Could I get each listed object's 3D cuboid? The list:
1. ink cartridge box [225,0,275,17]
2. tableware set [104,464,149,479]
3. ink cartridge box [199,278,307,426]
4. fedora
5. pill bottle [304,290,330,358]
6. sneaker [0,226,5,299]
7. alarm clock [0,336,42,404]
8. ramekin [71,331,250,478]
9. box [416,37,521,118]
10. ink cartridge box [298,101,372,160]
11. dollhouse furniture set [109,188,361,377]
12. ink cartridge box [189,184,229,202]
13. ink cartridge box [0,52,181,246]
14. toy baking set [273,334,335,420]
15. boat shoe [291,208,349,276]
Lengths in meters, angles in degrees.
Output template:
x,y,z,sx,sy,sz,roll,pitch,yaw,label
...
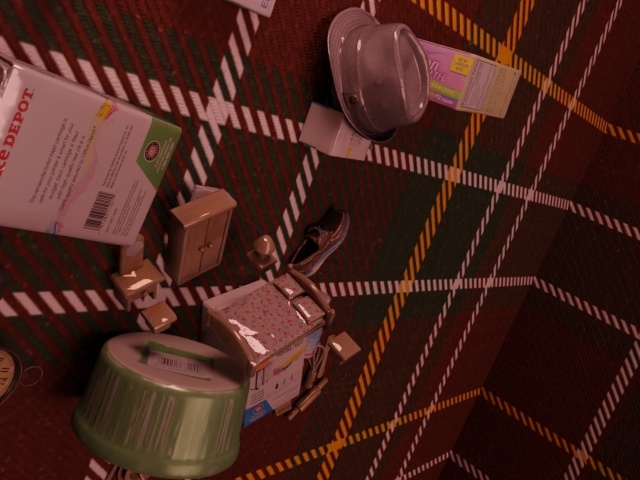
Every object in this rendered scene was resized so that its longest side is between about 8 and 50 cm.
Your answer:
x,y,z,sx,sy,sz,roll,pitch,yaw,label
-0.127,-0.484,0.979,0.224,0.045,0.223,1,114,-52,ink cartridge box
-0.366,0.447,1.378,0.128,0.039,0.194,23,97,-56,tableware set
-0.147,0.237,1.386,0.171,0.168,0.232,-21,130,-42,ink cartridge box
0.135,-0.331,1.269,0.244,0.124,0.275,-34,117,-47,fedora
-0.032,0.203,1.580,0.087,0.087,0.160,1,115,-52,pill bottle
-0.492,0.015,0.886,0.089,0.051,0.170,-13,120,-47,sneaker
-0.516,0.205,0.983,0.192,0.064,0.129,22,97,-53,alarm clock
-0.274,0.280,1.152,0.303,0.303,0.148,9,101,-54,ramekin
0.297,-0.372,1.456,0.243,0.213,0.117,-5,119,-51,box
0.043,-0.228,1.350,0.143,0.092,0.090,-2,115,-53,ink cartridge box
-0.134,0.102,1.104,0.303,0.355,0.174,-28,152,-37,dollhouse furniture set
-0.214,-0.075,1.190,0.083,0.028,0.048,6,110,-54,ink cartridge box
-0.361,-0.119,0.889,0.278,0.117,0.201,14,104,-56,ink cartridge box
-0.034,0.381,1.762,0.256,0.030,0.196,-38,140,-29,toy baking set
0.000,0.000,1.488,0.183,0.066,0.066,-57,145,-3,boat shoe
